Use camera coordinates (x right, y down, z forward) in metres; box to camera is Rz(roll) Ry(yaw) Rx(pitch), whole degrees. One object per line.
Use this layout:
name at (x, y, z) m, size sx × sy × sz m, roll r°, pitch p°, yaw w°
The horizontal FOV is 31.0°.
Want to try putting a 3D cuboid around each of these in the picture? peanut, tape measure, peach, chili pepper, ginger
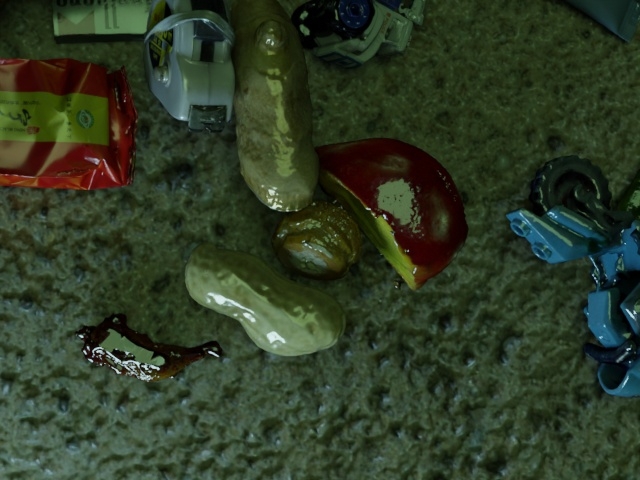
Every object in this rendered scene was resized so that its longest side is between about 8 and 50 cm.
peanut at (-0.086, 0.094, 1.714) m, size 0.257 × 0.123 × 0.123 m, roll 25°, pitch 81°, yaw 0°
tape measure at (-0.192, -0.286, 1.677) m, size 0.120 × 0.236 × 0.197 m, roll -1°, pitch 114°, yaw -26°
peach at (0.115, -0.072, 1.743) m, size 0.154 × 0.159 × 0.267 m, roll -40°, pitch 87°, yaw -15°
chili pepper at (0.542, -0.101, 1.834) m, size 0.072 × 0.073 × 0.204 m, roll 34°, pitch 79°, yaw 13°
ginger at (-0.072, -0.210, 1.708) m, size 0.126 × 0.190 × 0.353 m, roll -7°, pitch 79°, yaw -19°

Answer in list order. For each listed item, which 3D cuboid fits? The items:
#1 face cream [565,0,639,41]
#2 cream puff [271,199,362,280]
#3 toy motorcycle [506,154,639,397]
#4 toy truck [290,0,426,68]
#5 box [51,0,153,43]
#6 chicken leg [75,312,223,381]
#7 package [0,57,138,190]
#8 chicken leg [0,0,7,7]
face cream at (0.357, -0.461, 1.851) m, size 0.385 × 0.086 × 0.135 m, roll 25°, pitch 84°, yaw -8°
cream puff at (-0.001, -0.004, 1.725) m, size 0.126 × 0.144 × 0.103 m, roll 38°, pitch 62°, yaw -23°
toy motorcycle at (0.444, 0.073, 1.745) m, size 0.232 × 0.172 × 0.416 m, roll -45°, pitch 98°, yaw -16°
toy truck at (0.072, -0.366, 1.786) m, size 0.177 × 0.161 × 0.213 m, roll 24°, pitch 81°, yaw -27°
box at (-0.324, -0.367, 1.784) m, size 0.178 × 0.036 × 0.115 m, roll -4°, pitch 84°, yaw -7°
chicken leg at (-0.258, 0.165, 1.716) m, size 0.219 × 0.048 × 0.089 m, roll 16°, pitch 84°, yaw -4°
package at (-0.481, -0.174, 1.697) m, size 0.424 × 0.123 × 0.195 m, roll 1°, pitch 85°, yaw -7°
chicken leg at (-0.461, -0.487, 1.648) m, size 0.295 × 0.182 × 0.409 m, roll 14°, pitch 111°, yaw 10°
